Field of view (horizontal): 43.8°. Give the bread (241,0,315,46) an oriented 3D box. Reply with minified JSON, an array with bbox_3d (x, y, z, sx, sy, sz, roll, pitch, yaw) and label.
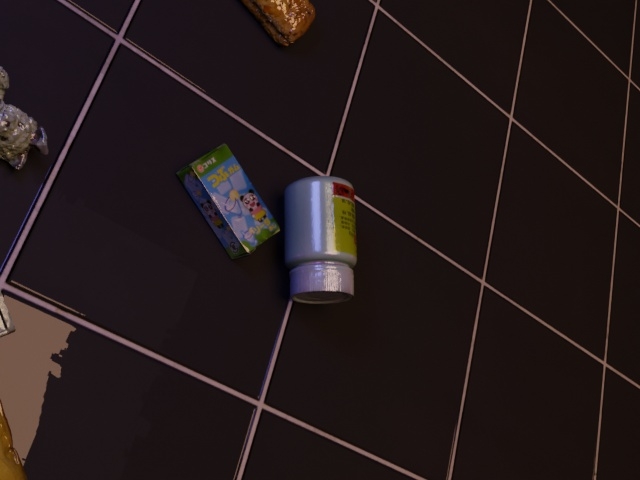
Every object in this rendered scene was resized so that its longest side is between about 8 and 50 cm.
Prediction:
[{"bbox_3d":[-0.105,-0.507,1.631,0.211,0.083,0.114,45,58,-18],"label":"bread"}]

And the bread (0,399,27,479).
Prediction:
[{"bbox_3d":[-0.480,0.337,1.070,0.161,0.088,0.233,-20,92,-36],"label":"bread"}]

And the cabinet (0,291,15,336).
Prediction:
[{"bbox_3d":[-0.546,0.097,1.041,0.206,0.150,0.145,-24,98,-40],"label":"cabinet"}]

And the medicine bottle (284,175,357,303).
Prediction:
[{"bbox_3d":[0.000,0.000,1.523,0.139,0.139,0.225,11,70,-36],"label":"medicine bottle"}]

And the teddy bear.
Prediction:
[{"bbox_3d":[-0.517,-0.202,1.201,0.133,0.111,0.213,-51,136,-15],"label":"teddy bear"}]

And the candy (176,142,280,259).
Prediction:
[{"bbox_3d":[-0.167,-0.071,1.460,0.097,0.062,0.194,-40,103,-38],"label":"candy"}]
